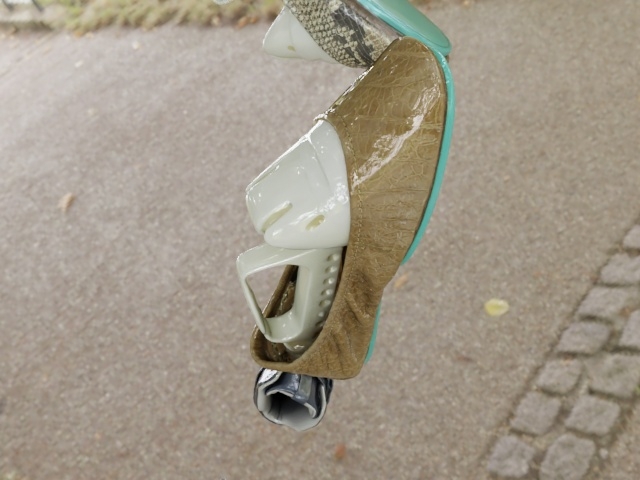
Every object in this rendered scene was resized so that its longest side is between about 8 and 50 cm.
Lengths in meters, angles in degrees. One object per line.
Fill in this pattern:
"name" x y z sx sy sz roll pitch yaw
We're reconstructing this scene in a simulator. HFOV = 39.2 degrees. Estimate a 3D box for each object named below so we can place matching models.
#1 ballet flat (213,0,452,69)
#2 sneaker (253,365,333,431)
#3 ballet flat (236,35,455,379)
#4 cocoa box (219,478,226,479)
"ballet flat" -0.057 -0.343 1.109 0.182 0.483 0.164 -42 5 27
"sneaker" 0.003 0.103 0.982 0.226 0.086 0.163 -57 9 19
"ballet flat" 0.000 0.000 0.678 0.124 0.342 0.116 -7 54 -18
"cocoa box" -0.111 0.529 1.128 0.228 0.347 0.231 -31 -28 -22
